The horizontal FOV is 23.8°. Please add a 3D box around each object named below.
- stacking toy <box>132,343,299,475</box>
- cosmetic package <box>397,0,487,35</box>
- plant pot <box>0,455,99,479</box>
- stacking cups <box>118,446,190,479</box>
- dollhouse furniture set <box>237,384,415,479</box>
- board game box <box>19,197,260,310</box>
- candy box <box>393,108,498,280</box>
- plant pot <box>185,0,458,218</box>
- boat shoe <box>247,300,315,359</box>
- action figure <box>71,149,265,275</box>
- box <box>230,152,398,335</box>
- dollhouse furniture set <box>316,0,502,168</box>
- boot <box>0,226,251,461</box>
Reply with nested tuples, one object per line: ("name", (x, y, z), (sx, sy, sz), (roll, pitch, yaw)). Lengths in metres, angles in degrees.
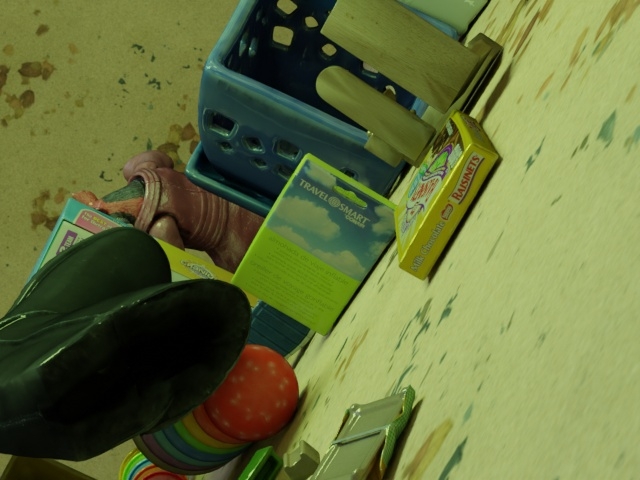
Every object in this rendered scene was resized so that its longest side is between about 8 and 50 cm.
("stacking toy", (-0.101, 0.164, 1.508), (0.141, 0.141, 0.330), (-62, 10, -15))
("cosmetic package", (0.165, -0.345, 1.748), (0.238, 0.107, 0.127), (-60, 6, -33))
("plant pot", (-0.264, 0.377, 1.584), (0.187, 0.212, 0.212), (102, -167, -62))
("stacking cups", (-0.201, 0.310, 1.918), (0.096, 0.096, 0.316), (-62, 7, -9))
("dollhouse furniture set", (0.012, 0.148, 0.924), (0.152, 0.058, 0.076), (-26, 23, 48))
("board game box", (-0.234, 0.118, 1.966), (0.242, 0.317, 0.064), (-59, 13, 22))
("candy box", (0.092, -0.040, 1.160), (0.105, 0.027, 0.206), (-62, 4, 11))
("plant pot", (-0.009, -0.141, 1.681), (0.212, 0.236, 0.236), (114, -179, -48))
("boat shoe", (-0.017, 0.057, 1.606), (0.183, 0.066, 0.066), (-50, 2, 10))
("action figure", (-0.155, -0.028, 2.041), (0.276, 0.370, 0.248), (-39, 57, 38))
("box", (0.000, 0.000, 1.415), (0.178, 0.109, 0.042), (-57, 4, 40))
("dollhouse furniture set", (0.068, -0.149, 1.309), (0.144, 0.123, 0.151), (-59, -6, 27))
("boot", (-0.202, 0.083, 1.479), (0.367, 0.146, 0.445), (-45, 11, -30))
